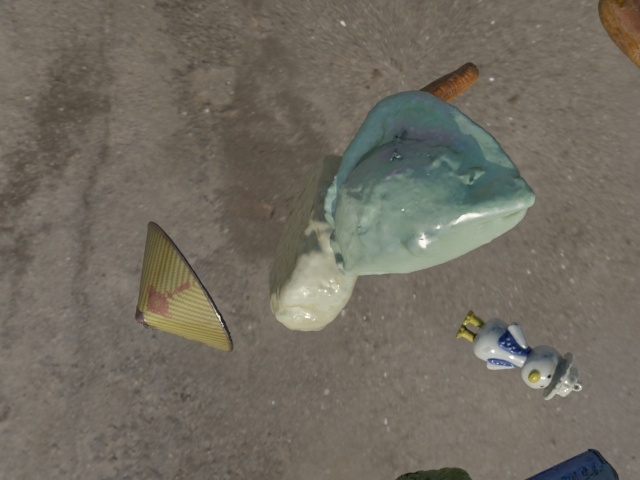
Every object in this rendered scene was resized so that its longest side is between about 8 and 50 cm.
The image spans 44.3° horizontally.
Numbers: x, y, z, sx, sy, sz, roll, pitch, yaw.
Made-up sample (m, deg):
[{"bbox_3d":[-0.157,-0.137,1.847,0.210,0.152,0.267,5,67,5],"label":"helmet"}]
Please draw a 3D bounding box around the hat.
[{"bbox_3d":[-0.191,0.077,0.969,0.082,0.193,0.193,-33,98,-16],"label":"hat"}]

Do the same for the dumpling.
[{"bbox_3d":[0.080,-0.045,0.687,0.216,0.105,0.149,-15,111,40],"label":"dumpling"}]

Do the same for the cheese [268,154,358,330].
[{"bbox_3d":[0.000,0.000,1.404,0.115,0.326,0.318,20,97,-10],"label":"cheese"}]

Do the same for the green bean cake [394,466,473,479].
[{"bbox_3d":[0.203,0.561,1.543,0.125,0.222,0.248,48,142,-9],"label":"green bean cake"}]

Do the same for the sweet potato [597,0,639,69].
[{"bbox_3d":[0.605,-0.358,1.448,0.097,0.097,0.292,-34,88,11],"label":"sweet potato"}]

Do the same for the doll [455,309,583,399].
[{"bbox_3d":[0.443,0.255,1.739,0.293,0.119,0.138,29,119,9],"label":"doll"}]

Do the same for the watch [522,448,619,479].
[{"bbox_3d":[0.181,0.368,0.901,0.274,0.068,0.277,4,118,-24],"label":"watch"}]

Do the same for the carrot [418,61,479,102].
[{"bbox_3d":[0.247,-0.305,1.615,0.186,0.060,0.060,-37,96,-3],"label":"carrot"}]
